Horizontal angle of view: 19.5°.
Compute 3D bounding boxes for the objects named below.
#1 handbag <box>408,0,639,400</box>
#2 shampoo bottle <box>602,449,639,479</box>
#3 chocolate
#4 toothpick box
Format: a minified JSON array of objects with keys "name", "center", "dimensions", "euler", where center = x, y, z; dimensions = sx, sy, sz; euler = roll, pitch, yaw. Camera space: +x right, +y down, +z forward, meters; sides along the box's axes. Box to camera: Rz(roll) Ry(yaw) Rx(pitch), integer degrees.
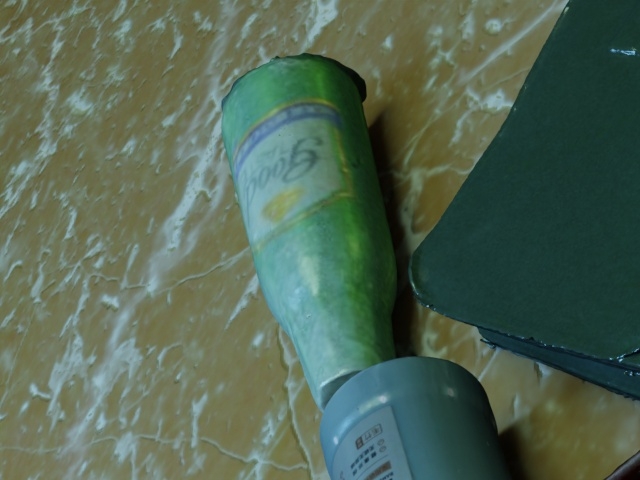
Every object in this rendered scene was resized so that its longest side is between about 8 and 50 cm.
[{"name":"handbag","center":[0.189,-0.043,1.012],"dimensions":[0.247,0.079,0.260],"euler":[17,75,57]},{"name":"shampoo bottle","center":[0.139,0.180,0.852],"dimensions":[0.323,0.084,0.129],"euler":[-41,60,21]},{"name":"chocolate","center":[0.000,0.000,1.213],"dimensions":[0.110,0.110,0.291],"euler":[-41,36,23]},{"name":"toothpick box","center":[0.059,0.148,0.986],"dimensions":[0.101,0.101,0.153],"euler":[-43,32,19]}]
